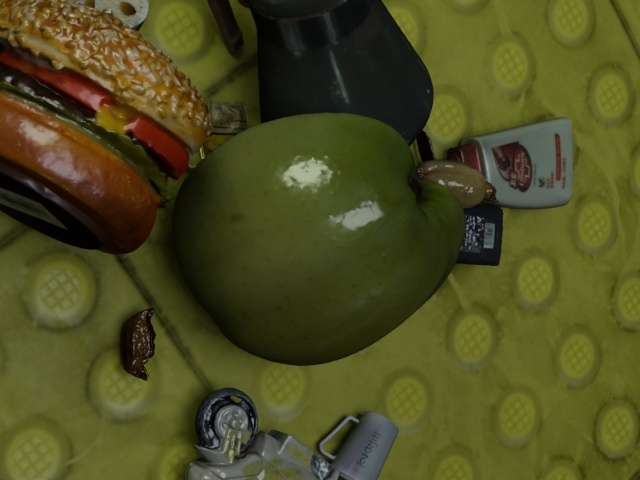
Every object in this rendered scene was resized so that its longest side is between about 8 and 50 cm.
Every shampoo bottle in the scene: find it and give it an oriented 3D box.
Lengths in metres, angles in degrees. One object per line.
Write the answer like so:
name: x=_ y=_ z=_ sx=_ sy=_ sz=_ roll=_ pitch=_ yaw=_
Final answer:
shampoo bottle: x=0.143 y=-0.018 z=2.120 sx=0.310 sy=0.071 sz=0.098 roll=5 pitch=89 yaw=-31
shampoo bottle: x=0.280 y=-0.126 z=2.203 sx=0.284 sy=0.071 sz=0.153 roll=0 pitch=90 yaw=-31

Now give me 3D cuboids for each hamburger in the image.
hamburger: x=-0.307 y=-0.148 z=1.701 sx=0.330 sy=0.330 sz=0.250 roll=35 pitch=72 yaw=-27

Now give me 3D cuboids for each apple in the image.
apple: x=0.000 y=0.000 z=1.884 sx=0.320 sy=0.360 sz=0.311 roll=8 pitch=57 yaw=-66

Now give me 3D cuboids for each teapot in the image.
teapot: x=-0.011 y=-0.277 z=1.886 sx=0.253 sy=0.300 sz=0.344 roll=-59 pitch=148 yaw=-30

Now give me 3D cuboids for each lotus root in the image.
lotus root: x=0.204 y=-0.087 z=2.105 sx=0.150 sy=0.062 sz=0.073 roll=12 pitch=57 yaw=-17
lotus root: x=-0.294 y=-0.305 z=1.828 sx=0.122 sy=0.081 sz=0.112 roll=3 pitch=56 yaw=-32

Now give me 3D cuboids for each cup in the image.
cup: x=0.053 y=0.314 z=2.077 sx=0.104 sy=0.074 sz=0.116 roll=29 pitch=69 yaw=1

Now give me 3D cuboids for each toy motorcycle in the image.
toy motorcycle: x=-0.082 y=0.380 z=1.967 sx=0.341 sy=0.108 sz=0.223 roll=42 pitch=71 yaw=-24

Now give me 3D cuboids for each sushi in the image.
sushi: x=-0.249 y=0.141 z=1.895 sx=0.047 sy=0.050 sz=0.099 roll=4 pitch=94 yaw=-26

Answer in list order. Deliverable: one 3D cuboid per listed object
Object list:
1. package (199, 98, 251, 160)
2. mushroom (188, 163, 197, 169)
package: x=-0.135 y=-0.133 z=1.945 sx=0.071 sy=0.047 sz=0.131 roll=6 pitch=70 yaw=-37
mushroom: x=-0.254 y=-0.173 z=1.909 sx=0.286 sy=0.026 sz=0.028 roll=38 pitch=56 yaw=-24
